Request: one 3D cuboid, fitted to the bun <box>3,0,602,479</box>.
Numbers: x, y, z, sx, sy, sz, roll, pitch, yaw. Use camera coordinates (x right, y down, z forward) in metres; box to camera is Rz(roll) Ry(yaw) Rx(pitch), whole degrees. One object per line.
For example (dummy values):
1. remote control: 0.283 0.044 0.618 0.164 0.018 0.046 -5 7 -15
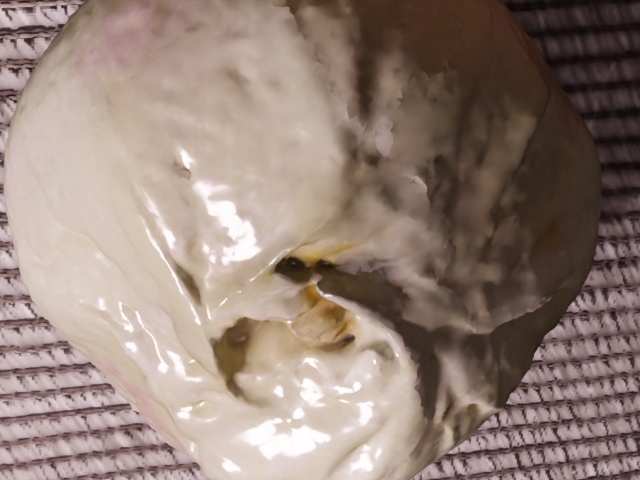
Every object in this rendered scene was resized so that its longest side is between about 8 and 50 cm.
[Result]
1. bun: 0.000 0.000 0.884 0.361 0.213 0.361 -7 125 -10
